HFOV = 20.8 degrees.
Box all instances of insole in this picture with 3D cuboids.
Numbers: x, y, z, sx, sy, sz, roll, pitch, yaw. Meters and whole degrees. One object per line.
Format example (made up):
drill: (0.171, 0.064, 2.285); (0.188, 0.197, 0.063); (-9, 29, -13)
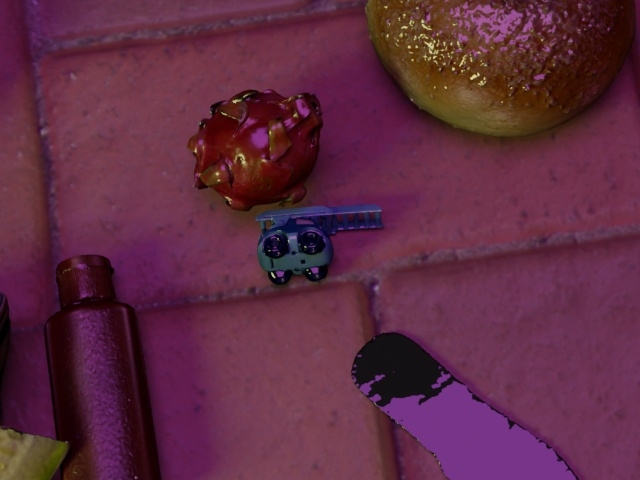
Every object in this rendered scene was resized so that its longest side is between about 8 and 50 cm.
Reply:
insole: (0.160, 0.214, 1.790); (0.322, 0.007, 0.109); (41, 75, 17)

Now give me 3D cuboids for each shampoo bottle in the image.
shampoo bottle: (-0.231, 0.144, 1.809); (0.102, 0.064, 0.260); (-11, 69, 0)

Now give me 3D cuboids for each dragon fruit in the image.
dragon fruit: (-0.062, -0.096, 1.850); (0.166, 0.136, 0.133); (-29, 84, 32)

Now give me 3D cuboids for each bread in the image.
bread: (0.193, -0.262, 1.893); (0.305, 0.159, 0.305); (-1, 70, 3)

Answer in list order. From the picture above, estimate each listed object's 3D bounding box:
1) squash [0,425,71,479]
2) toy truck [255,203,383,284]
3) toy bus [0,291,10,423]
squash: (-0.397, 0.275, 1.720); (0.237, 0.204, 0.155); (18, 54, -25)
toy truck: (0.000, 0.000, 1.857); (0.136, 0.063, 0.074); (-3, 47, 1)
toy bus: (-0.460, 0.132, 1.775); (0.289, 0.139, 0.157); (-4, 111, 1)
